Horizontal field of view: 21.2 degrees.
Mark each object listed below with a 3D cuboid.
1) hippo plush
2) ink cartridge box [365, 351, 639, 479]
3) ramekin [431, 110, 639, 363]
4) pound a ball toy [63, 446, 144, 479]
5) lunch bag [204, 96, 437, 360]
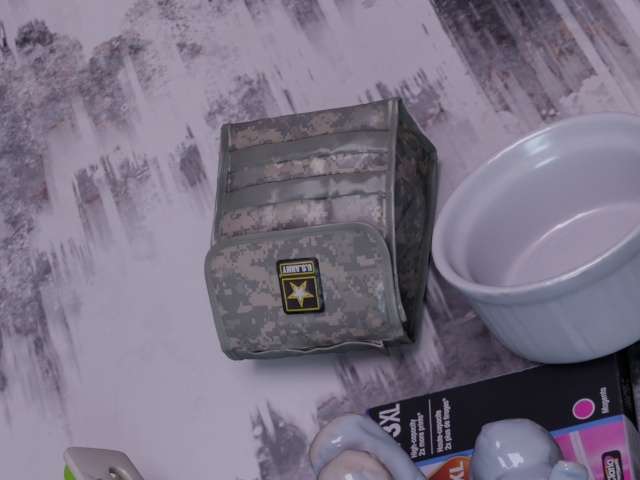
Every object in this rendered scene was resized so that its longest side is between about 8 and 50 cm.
[{"bbox_3d":[0.138,0.254,1.614,0.237,0.234,0.294,-23,34,2],"label":"hippo plush"},{"bbox_3d":[0.155,0.241,1.809,0.371,0.069,0.175,-18,52,21],"label":"ink cartridge box"},{"bbox_3d":[0.270,0.002,1.816,0.277,0.135,0.277,-24,33,17],"label":"ramekin"},{"bbox_3d":[-0.235,0.382,1.910,0.319,0.136,0.208,46,112,42],"label":"pound a ball toy"},{"bbox_3d":[0.000,0.000,1.998,0.235,0.169,0.287,-7,63,22],"label":"lunch bag"}]
